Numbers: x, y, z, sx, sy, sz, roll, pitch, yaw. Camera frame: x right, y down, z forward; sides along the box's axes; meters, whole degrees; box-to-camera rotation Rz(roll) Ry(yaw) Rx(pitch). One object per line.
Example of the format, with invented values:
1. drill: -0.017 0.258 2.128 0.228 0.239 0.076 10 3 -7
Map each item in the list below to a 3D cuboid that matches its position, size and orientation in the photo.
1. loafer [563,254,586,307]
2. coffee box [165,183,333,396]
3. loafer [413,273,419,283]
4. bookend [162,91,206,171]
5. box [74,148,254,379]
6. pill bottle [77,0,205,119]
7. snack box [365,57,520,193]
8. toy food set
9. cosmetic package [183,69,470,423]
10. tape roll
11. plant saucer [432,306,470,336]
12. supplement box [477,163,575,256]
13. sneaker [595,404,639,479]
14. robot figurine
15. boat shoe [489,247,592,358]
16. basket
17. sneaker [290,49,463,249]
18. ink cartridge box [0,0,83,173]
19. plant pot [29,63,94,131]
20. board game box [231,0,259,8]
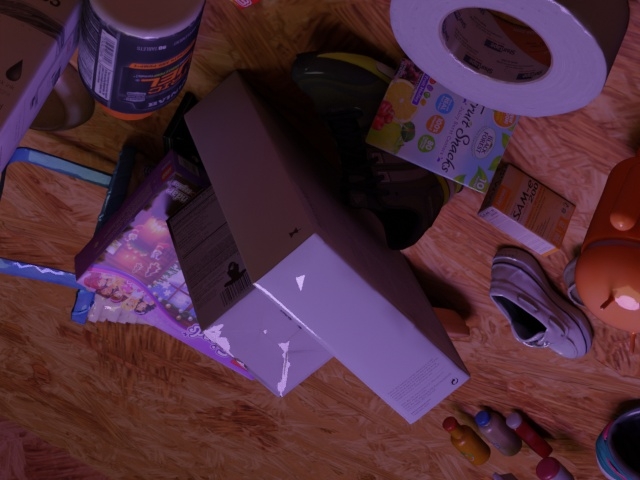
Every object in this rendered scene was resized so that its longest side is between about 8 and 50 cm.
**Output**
1. loafer: 0.406 0.082 1.858 0.269 0.092 0.102 13 152 25
2. coffee box: -0.081 0.049 1.846 0.141 0.098 0.246 44 -169 -32
3. loafer: 0.050 0.042 2.158 0.170 0.062 0.061 1 139 24
4. bookend: -0.112 -0.094 2.014 0.157 0.072 0.156 21 155 7
5. box: -0.136 0.037 2.016 0.293 0.057 0.201 32 113 -29
6. pill bottle: -0.205 -0.225 1.776 0.130 0.130 0.245 25 156 -1
7. snack box: 0.131 -0.123 1.699 0.141 0.100 0.037 24 -173 3
8. toy food set: 0.290 0.331 2.411 0.104 0.111 0.232 45 180 -36
9. cosmetic package: 0.000 0.000 1.810 0.284 0.097 0.377 46 -170 -34
10. tape roll: 0.179 -0.212 1.518 0.219 0.072 0.219 21 155 10
11. plant saucer: 0.105 0.107 2.169 0.200 0.037 0.200 4 176 0
12. supplement box: 0.237 -0.034 1.823 0.098 0.062 0.036 31 155 -14
13. sneaker: 0.514 0.309 2.182 0.296 0.123 0.178 16 163 22
14. robot figurine: 0.336 0.003 1.617 0.128 0.219 0.158 26 154 -1
15. boat shoe: 0.273 0.100 2.036 0.083 0.075 0.226 0 145 43
16. basket: -0.300 -0.017 2.133 0.289 0.254 0.201 12 128 -9
17. sneaker: 0.060 -0.102 1.782 0.111 0.121 0.300 0 145 41
18. ink cartridge box: -0.392 -0.228 1.762 0.207 0.283 0.117 26 151 -1
19. plant pot: -0.413 -0.214 2.105 0.236 0.032 0.236 20 154 10
20. board game box: -0.006 -0.299 1.428 0.045 0.146 0.193 37 153 -24
